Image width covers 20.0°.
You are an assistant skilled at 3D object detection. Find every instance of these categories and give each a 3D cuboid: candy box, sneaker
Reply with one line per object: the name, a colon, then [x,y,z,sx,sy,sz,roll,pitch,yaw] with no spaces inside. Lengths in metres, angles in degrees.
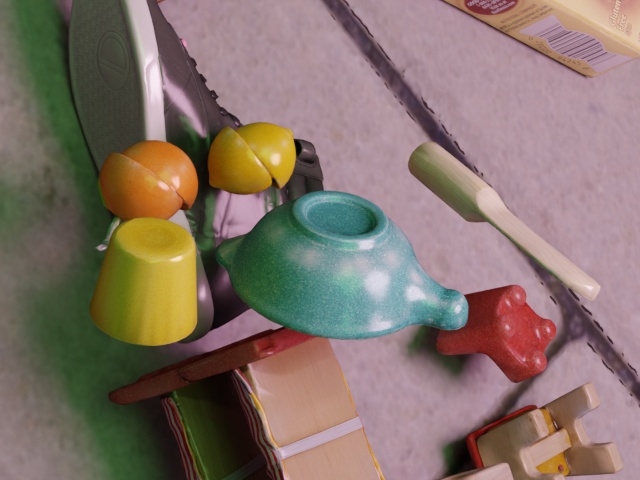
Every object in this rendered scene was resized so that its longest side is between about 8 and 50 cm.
candy box: [0.153,-0.291,1.555,0.316,0.087,0.183,25,67,-24]
sneaker: [-0.087,-0.083,1.358,0.147,0.104,0.295,-18,94,-35]

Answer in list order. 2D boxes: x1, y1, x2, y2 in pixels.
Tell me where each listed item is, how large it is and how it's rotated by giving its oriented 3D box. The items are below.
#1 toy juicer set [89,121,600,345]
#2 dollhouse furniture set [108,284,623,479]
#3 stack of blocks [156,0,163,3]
toy juicer set: [0.000,0.000,1.242,0.329,0.209,0.089,1,122,-15]
dollhouse furniture set: [0.047,0.144,1.378,0.374,0.152,0.201,-16,86,-50]
stack of blocks: [-0.147,-0.335,1.336,0.087,0.171,0.297,-30,94,-33]
